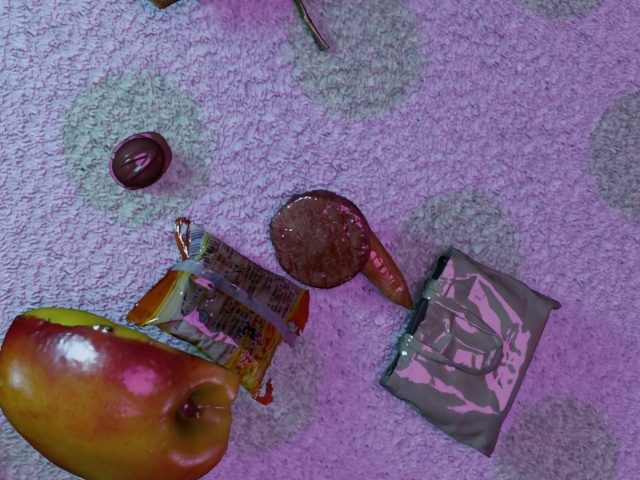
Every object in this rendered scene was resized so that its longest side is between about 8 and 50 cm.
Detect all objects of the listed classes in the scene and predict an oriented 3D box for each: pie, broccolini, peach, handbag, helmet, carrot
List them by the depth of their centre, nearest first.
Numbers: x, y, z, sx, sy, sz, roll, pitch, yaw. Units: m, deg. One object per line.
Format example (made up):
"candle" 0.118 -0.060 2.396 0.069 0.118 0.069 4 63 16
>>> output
"peach" -0.338 0.241 1.471 0.306 0.380 0.242 25 82 -41
"helmet" -0.298 -0.136 1.603 0.111 0.057 0.089 -39 98 -12
"pie" 0.000 0.000 1.655 0.182 0.049 0.182 6 112 15
"broccolini" -0.045 -0.432 1.692 0.044 0.042 0.218 -38 106 -14
"carrot" 0.100 0.046 1.706 0.072 0.072 0.205 -39 96 -12
"handbag" 0.268 0.196 1.745 0.253 0.109 0.316 29 83 -10

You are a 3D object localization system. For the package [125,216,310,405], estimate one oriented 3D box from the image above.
"package" -0.159 0.115 1.605 0.288 0.108 0.223 30 65 -10

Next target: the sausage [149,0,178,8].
"sausage" -0.108 -0.561 1.612 0.501 0.123 0.136 -37 110 -17
